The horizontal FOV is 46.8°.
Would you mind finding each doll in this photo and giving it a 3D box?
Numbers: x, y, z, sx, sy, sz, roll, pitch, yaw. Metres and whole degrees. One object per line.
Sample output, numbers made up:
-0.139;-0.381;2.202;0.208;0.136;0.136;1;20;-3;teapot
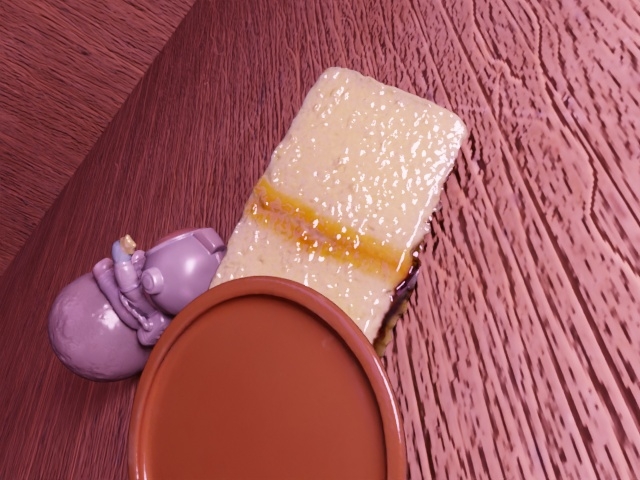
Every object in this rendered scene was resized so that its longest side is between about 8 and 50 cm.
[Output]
-0.209;0.072;0.883;0.287;0.151;0.151;-31;38;35;doll

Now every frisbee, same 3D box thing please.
-0.047;0.149;0.512;0.251;0.021;0.250;-8;77;37;frisbee

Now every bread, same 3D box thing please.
0.000;0.000;0.615;0.266;0.142;0.178;-62;11;-9;bread
